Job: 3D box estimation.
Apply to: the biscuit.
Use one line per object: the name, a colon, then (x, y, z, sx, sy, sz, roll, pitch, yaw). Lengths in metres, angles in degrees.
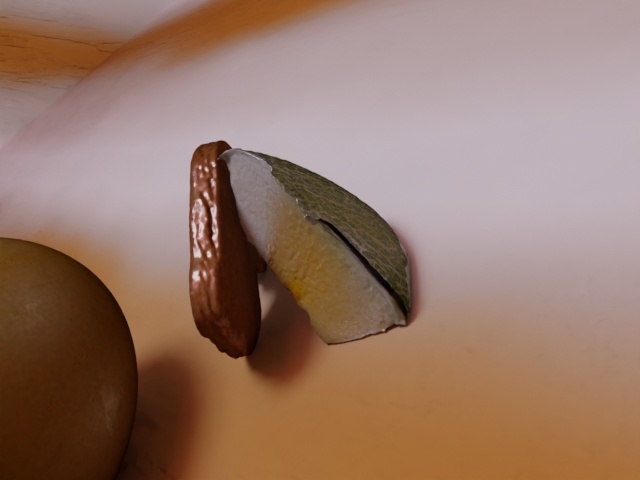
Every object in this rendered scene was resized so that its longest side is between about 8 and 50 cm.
biscuit: (-0.073, 0.016, 0.732, 0.036, 0.186, 0.192, -8, 62, 7)

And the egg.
egg: (-0.302, 0.151, 0.674, 0.282, 0.283, 0.351, -20, 24, 38)

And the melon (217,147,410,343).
melon: (0.004, -0.003, 0.682, 0.093, 0.202, 0.139, -50, -14, 30)
